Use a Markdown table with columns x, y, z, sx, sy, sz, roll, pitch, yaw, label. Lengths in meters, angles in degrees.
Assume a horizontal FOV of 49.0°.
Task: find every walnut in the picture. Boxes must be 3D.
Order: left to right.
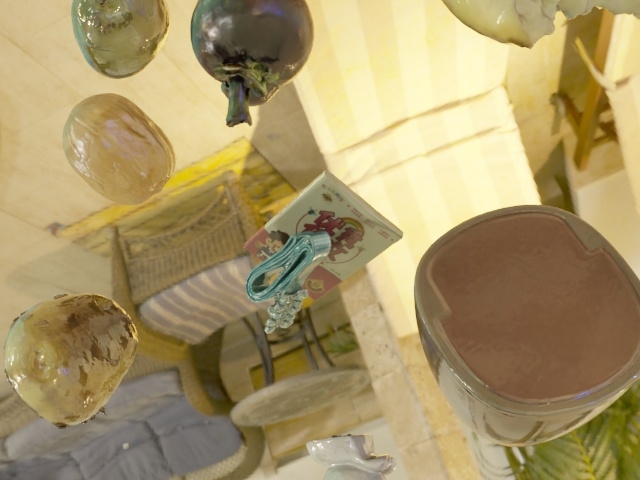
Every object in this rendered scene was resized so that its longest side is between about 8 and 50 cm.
| x | y | z | sx | sy | sz | roll | pitch | yaw | label |
| --- | --- | --- | --- | --- | --- | --- | --- | --- | --- |
| -0.347 | -0.155 | 1.208 | 0.197 | 0.165 | 0.165 | 39 | 128 | -17 | walnut |

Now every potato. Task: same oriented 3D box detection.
| x | y | z | sx | sy | sz | roll | pitch | yaw | label |
| --- | --- | --- | --- | --- | --- | --- | --- | --- | --- |
| -0.289 | 0.133 | 0.863 | 0.081 | 0.164 | 0.200 | -33 | -169 | 20 | potato |
| -0.479 | -0.527 | 1.698 | 0.243 | 0.221 | 0.326 | -47 | -175 | -18 | potato |

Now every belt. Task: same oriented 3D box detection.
| x | y | z | sx | sy | sz | roll | pitch | yaw | label |
| --- | --- | --- | --- | --- | --- | --- | --- | --- | --- |
| -0.044 | 0.056 | 1.075 | 0.065 | 0.100 | 0.179 | -11 | 155 | -45 | belt |

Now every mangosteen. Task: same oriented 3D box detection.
| x | y | z | sx | sy | sz | roll | pitch | yaw | label |
| --- | --- | --- | --- | --- | --- | --- | --- | --- | --- |
| -0.124 | -0.340 | 1.269 | 0.231 | 0.289 | 0.231 | 0 | 155 | 0 | mangosteen |

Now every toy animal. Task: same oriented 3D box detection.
| x | y | z | sx | sy | sz | roll | pitch | yaw | label |
| --- | --- | --- | --- | --- | --- | --- | --- | --- | --- |
| 0.051 | 0.377 | 0.956 | 0.130 | 0.221 | 0.104 | -3 | 154 | -6 | toy animal |

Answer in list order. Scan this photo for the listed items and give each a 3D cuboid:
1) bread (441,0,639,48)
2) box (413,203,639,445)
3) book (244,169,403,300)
| x | y | z | sx | sy | sz | roll | pitch | yaw | label |
| --- | --- | --- | --- | --- | --- | --- | --- | --- | --- |
| 0.118 | -0.251 | 0.479 | 0.183 | 0.224 | 0.211 | -15 | -162 | -17 | bread |
| 0.269 | 0.128 | 0.956 | 0.300 | 0.301 | 0.216 | -17 | 149 | -6 | box |
| 0.000 | 0.000 | 1.136 | 0.162 | 0.022 | 0.232 | 37 | 133 | -16 | book |
